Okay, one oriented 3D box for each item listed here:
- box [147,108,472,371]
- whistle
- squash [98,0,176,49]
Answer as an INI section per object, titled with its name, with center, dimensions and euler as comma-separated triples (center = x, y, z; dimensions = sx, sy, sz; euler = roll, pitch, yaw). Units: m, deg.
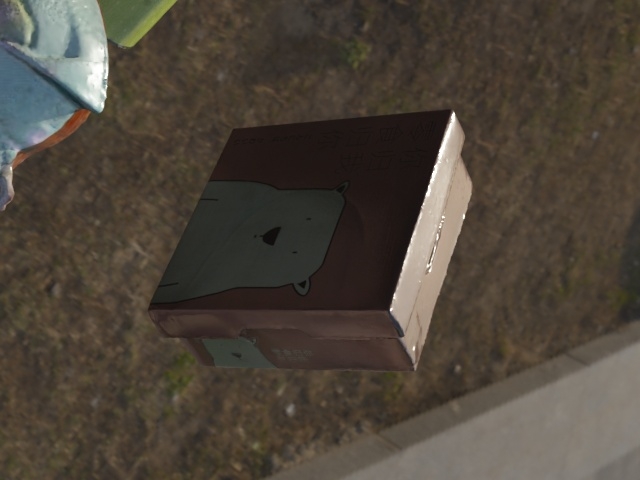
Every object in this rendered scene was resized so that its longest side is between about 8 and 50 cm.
[box]
center = 0.000, 0.000, 0.929
dimensions = 0.086, 0.215, 0.215
euler = 61, 38, -42
[whistle]
center = -0.209, -0.188, 0.747
dimensions = 0.134, 0.142, 0.346
euler = 13, 74, -54
[squash]
center = -0.231, -0.389, 1.569
dimensions = 0.247, 0.132, 0.132
euler = -41, 147, 22
